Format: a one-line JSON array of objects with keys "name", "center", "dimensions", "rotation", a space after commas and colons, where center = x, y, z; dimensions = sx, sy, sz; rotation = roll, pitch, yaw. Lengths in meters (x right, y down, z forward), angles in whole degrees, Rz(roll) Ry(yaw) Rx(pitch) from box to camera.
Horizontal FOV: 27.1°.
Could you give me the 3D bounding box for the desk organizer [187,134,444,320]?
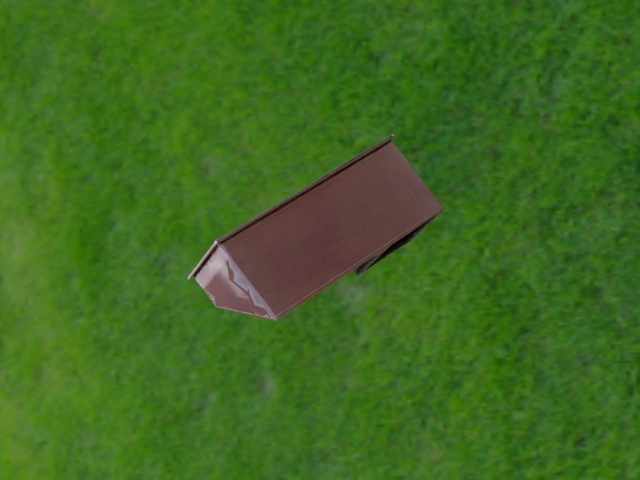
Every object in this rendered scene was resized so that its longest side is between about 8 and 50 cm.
[{"name": "desk organizer", "center": [0.000, 0.000, 0.700], "dimensions": [0.050, 0.130, 0.047], "rotation": [53, 146, 7]}]
